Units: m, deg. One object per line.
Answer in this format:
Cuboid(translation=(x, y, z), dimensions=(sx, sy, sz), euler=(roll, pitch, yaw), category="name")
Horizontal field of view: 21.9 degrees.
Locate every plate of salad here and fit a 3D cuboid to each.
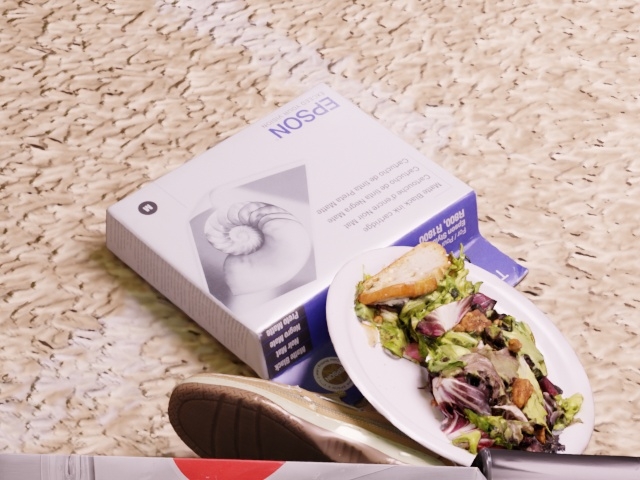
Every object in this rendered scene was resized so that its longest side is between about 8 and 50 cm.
Cuboid(translation=(0.098, 0.069, 1.086), dimensions=(0.199, 0.048, 0.200), euler=(20, 37, -16), category="plate of salad")

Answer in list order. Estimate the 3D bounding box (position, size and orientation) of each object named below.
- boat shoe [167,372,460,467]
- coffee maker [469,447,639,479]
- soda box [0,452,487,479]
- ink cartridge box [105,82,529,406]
Cuboid(translation=(-0.002, 0.124, 1.053), dimensions=(0.190, 0.068, 0.072), euler=(22, 34, 0), category="boat shoe")
Cuboid(translation=(0.173, 0.166, 0.946), dimensions=(0.178, 0.171, 0.120), euler=(1, 45, -4), category="coffee maker")
Cuboid(translation=(-0.044, 0.176, 0.894), dimensions=(0.286, 0.091, 0.098), euler=(-1, 64, 21), category="soda box")
Cuboid(translation=(0.000, 0.000, 1.178), dimensions=(0.224, 0.045, 0.223), euler=(38, 53, 27), category="ink cartridge box")
